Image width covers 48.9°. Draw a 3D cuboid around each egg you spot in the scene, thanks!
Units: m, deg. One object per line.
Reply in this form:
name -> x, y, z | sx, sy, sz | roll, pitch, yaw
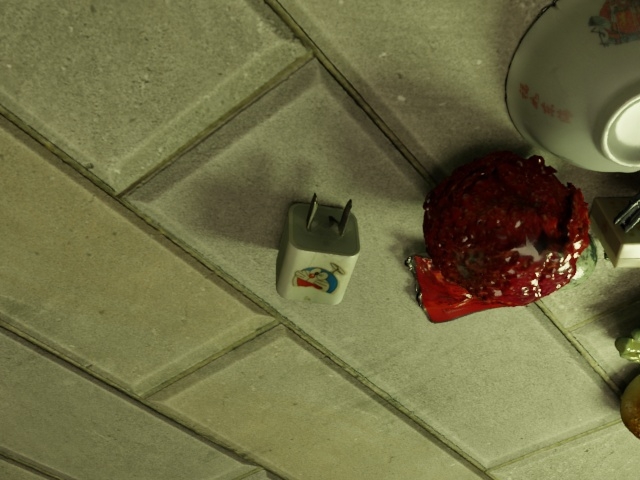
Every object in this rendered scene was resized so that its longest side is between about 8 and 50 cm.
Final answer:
egg -> 0.417, 0.024, 1.290 | 0.172, 0.132, 0.132 | 6, 134, 7

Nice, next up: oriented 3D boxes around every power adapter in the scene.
power adapter -> 0.000, 0.000, 1.245 | 0.129, 0.125, 0.205 | 7, 134, -9

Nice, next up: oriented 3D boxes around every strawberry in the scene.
strawberry -> 0.307, -0.021, 1.152 | 0.273, 0.274, 0.220 | -12, 176, 8

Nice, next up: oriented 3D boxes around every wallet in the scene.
wallet -> 0.580, -0.114, 1.148 | 0.036, 0.167, 0.222 | 47, 137, 15

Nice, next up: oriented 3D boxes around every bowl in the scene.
bowl -> 0.463, -0.211, 1.050 | 0.345, 0.157, 0.346 | -2, 135, -2

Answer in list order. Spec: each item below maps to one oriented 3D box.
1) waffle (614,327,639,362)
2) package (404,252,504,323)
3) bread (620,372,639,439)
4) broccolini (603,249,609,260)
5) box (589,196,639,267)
waffle -> 0.776, 0.186, 1.468 | 0.309, 0.056, 0.291 | -30, 150, 28
package -> 0.277, 0.090, 1.392 | 0.193, 0.071, 0.269 | -5, 140, 22
bread -> 0.870, 0.399, 1.659 | 0.305, 0.159, 0.306 | -1, 133, -1
broccolini -> 0.718, 0.032, 1.277 | 0.391, 0.074, 0.079 | 9, 180, 14
box -> 0.601, -0.018, 1.254 | 0.201, 0.141, 0.058 | -3, 129, -3
